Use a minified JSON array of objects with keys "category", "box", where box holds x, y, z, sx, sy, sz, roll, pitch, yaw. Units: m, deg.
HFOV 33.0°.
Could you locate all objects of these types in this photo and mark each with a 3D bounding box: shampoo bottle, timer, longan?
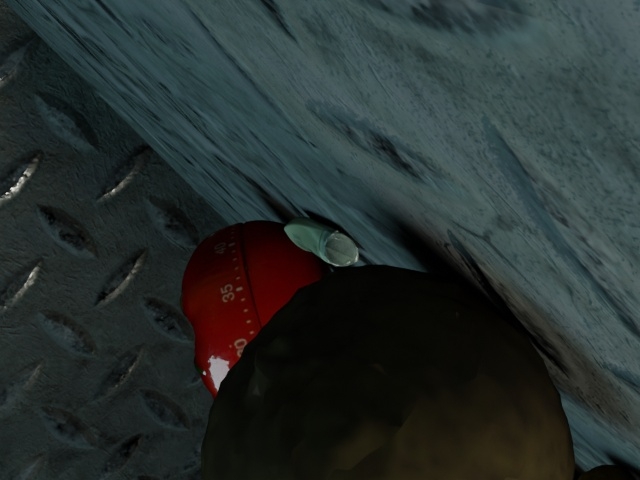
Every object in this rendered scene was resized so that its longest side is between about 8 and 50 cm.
[{"category":"shampoo bottle","box":[0.000,0.000,1.645,0.072,0.049,0.212,49,173,-16]},{"category":"timer","box":[-0.098,0.148,2.004,0.378,0.279,0.378,-16,-90,-84]},{"category":"longan","box":[0.071,0.211,1.146,0.391,0.391,0.391,42,174,5]}]

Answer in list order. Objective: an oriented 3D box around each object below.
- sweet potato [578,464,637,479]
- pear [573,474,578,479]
[{"category":"sweet potato","box":[0.388,0.340,1.290,0.097,0.097,0.292,44,173,-16]},{"category":"pear","box":[0.334,0.474,1.860,0.269,0.269,0.321,43,177,-6]}]
